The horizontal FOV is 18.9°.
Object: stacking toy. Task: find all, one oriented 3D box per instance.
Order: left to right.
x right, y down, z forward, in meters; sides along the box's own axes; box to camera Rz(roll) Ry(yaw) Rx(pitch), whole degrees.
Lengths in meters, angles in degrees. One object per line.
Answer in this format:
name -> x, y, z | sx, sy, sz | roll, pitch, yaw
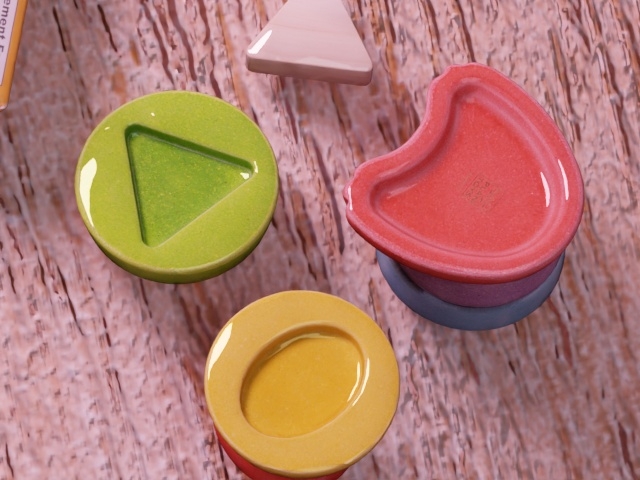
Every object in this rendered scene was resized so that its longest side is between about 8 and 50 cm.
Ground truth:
stacking toy -> 0.000, 0.000, 1.288 | 0.309, 0.130, 0.279 | -40, 74, -18

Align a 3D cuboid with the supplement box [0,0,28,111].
supplement box -> -0.219, -0.195, 1.212 | 0.080, 0.078, 0.233 | 14, 84, -20
